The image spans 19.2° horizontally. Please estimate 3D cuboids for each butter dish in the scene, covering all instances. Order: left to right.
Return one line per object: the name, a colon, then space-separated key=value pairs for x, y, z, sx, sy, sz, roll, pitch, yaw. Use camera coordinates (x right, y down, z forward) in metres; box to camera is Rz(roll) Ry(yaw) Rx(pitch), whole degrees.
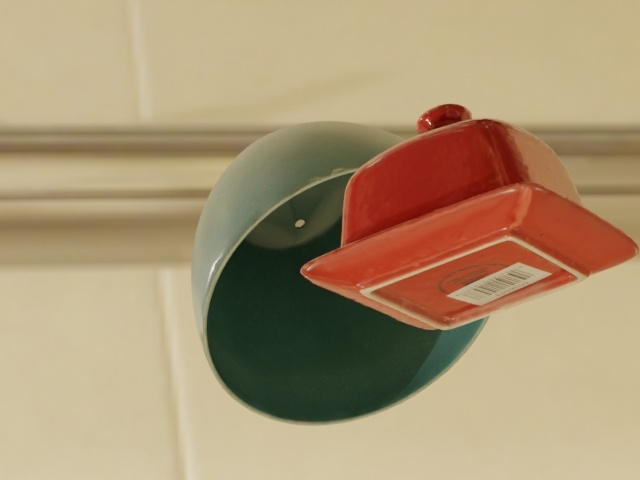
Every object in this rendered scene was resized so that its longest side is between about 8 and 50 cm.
butter dish: x=0.083 y=-0.026 z=1.128 sx=0.160 sy=0.160 sz=0.118 roll=26 pitch=-132 yaw=-52

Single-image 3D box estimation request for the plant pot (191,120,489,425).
plant pot: x=0.000 y=0.000 z=1.781 sx=0.195 sy=0.290 sz=0.290 roll=-121 pitch=29 yaw=-49
